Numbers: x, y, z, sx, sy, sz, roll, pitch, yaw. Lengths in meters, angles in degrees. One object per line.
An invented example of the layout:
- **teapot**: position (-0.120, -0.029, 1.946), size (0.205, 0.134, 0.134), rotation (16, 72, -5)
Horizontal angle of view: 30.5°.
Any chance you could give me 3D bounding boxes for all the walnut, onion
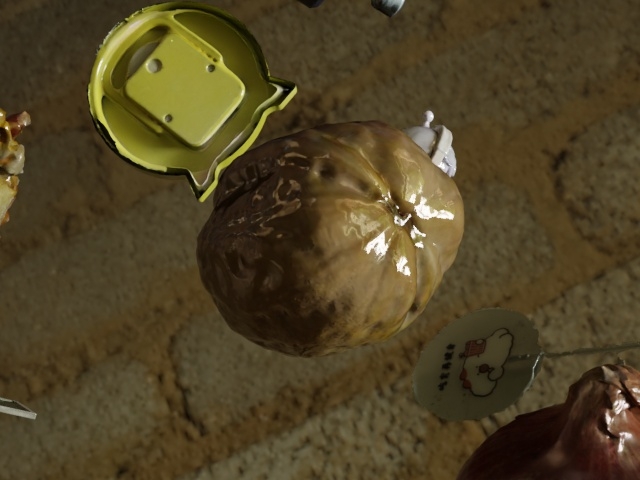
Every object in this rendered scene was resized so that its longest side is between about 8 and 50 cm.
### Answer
- **walnut**: position (0.002, 0.002, 1.472), size (0.306, 0.306, 0.344), rotation (-1, 176, -39)
- **onion**: position (0.318, 0.331, 1.299), size (0.353, 0.354, 0.353), rotation (-19, 153, -10)

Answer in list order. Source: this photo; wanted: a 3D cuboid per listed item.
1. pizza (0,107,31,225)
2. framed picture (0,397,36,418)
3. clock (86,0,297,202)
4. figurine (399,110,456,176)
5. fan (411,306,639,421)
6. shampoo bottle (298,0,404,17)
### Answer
- **pizza**: position (-0.206, -0.010, 0.653), size (0.069, 0.154, 0.194), rotation (29, 135, -21)
- **framed picture**: position (-0.277, 0.135, 0.980), size (0.066, 0.007, 0.089), rotation (18, 172, -22)
- **clock**: position (-0.210, -0.223, 1.799), size (0.277, 0.293, 0.071), rotation (-44, 169, -5)
- **figurine**: position (0.140, -0.082, 1.819), size (0.141, 0.237, 0.162), rotation (29, 169, -14)
- **fan**: position (0.268, 0.151, 1.536), size (0.329, 0.191, 0.009), rotation (-9, 133, 30)
- **shampoo bottle**: position (-0.050, -0.305, 1.119), size (0.309, 0.098, 0.071), rotation (27, 144, -17)
